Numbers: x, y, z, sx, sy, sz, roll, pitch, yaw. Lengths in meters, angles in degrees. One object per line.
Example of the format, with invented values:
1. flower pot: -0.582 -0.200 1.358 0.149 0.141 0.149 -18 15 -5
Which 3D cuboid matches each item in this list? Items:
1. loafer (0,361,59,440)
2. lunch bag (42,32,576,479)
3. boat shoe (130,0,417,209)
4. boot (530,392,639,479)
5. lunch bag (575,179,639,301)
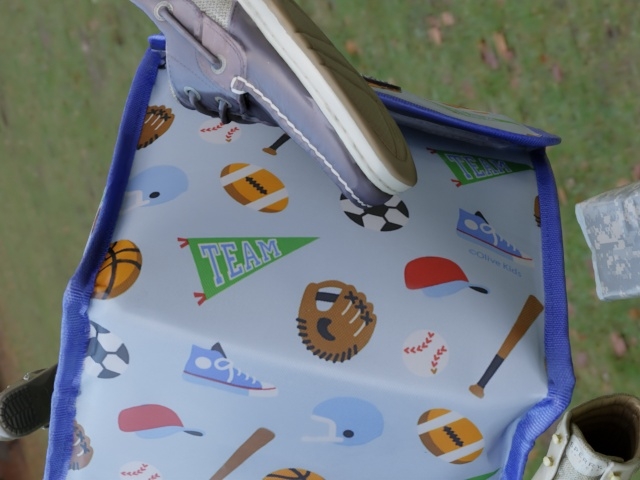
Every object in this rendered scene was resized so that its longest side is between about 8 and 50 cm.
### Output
1. loafer: -0.245 0.138 1.213 0.050 0.148 0.056 -14 89 30
2. lunch bag: 0.000 0.000 1.011 0.385 0.328 0.239 -81 7 -50
3. boat shoe: -0.052 -0.115 0.847 0.285 0.092 0.103 51 -169 20
4. boot: 0.211 0.268 1.302 0.095 0.262 0.203 37 133 22
5. lunch bag: 0.527 -0.024 1.850 0.235 0.287 0.169 164 91 -71
